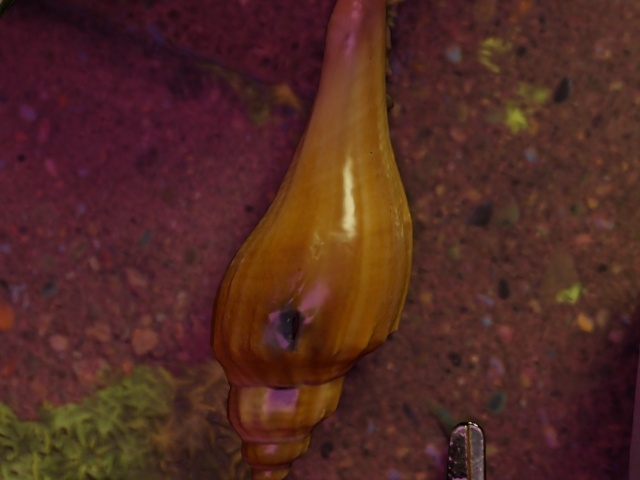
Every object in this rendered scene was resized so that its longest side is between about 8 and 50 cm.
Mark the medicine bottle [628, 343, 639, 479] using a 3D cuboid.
[{"bbox_3d":[0.369,0.103,0.962,0.388,0.219,0.219,4,104,6],"label":"medicine bottle"}]

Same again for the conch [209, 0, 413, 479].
[{"bbox_3d":[-0.001,0.001,1.051,0.109,0.093,0.330,15,104,11],"label":"conch"}]

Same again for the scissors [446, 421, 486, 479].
[{"bbox_3d":[0.087,0.267,1.139,0.160,0.024,0.317,2,104,8],"label":"scissors"}]

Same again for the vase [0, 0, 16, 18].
[{"bbox_3d":[-0.265,-0.196,0.967,0.329,0.302,0.241,-27,99,31],"label":"vase"}]
